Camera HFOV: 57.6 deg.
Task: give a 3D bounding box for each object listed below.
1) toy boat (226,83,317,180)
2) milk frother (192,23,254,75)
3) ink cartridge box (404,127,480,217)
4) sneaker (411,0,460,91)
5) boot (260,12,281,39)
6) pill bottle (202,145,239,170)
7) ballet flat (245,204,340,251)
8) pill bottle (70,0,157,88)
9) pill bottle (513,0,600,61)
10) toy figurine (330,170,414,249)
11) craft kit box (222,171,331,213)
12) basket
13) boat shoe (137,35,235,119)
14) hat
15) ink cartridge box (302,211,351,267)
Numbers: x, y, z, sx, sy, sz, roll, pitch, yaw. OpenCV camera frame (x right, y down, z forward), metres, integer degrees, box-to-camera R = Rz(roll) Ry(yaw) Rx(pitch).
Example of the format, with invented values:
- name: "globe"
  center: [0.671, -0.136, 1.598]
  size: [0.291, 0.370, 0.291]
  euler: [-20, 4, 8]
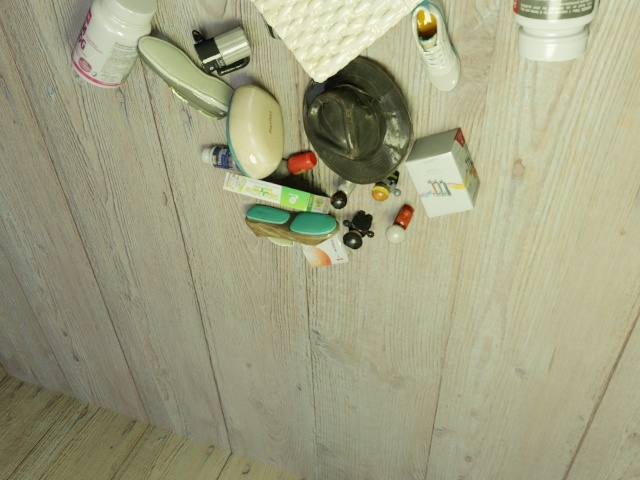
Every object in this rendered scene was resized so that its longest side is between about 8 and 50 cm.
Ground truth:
- name: "toy boat"
  center: [-0.152, -0.259, 1.611]
  size: [0.148, 0.267, 0.318]
  euler: [-15, 150, 31]
- name: "milk frother"
  center: [-0.260, -0.519, 1.527]
  size: [0.135, 0.129, 0.143]
  euler: [-23, 86, 1]
- name: "ink cartridge box"
  center: [0.318, -0.171, 1.499]
  size: [0.127, 0.128, 0.176]
  euler: [-10, 123, 32]
- name: "sneaker"
  center: [0.257, -0.440, 1.332]
  size: [0.087, 0.092, 0.228]
  euler: [-8, 124, 29]
- name: "boot"
  center: [-0.178, -0.604, 1.419]
  size: [0.179, 0.085, 0.236]
  euler: [2, 121, 28]
- name: "pill bottle"
  center: [-0.298, -0.253, 1.779]
  size: [0.120, 0.067, 0.067]
  euler: [10, 131, 19]
- name: "ballet flat"
  center: [-0.083, -0.028, 1.824]
  size: [0.342, 0.116, 0.124]
  euler: [8, 134, 27]
- name: "pill bottle"
  center: [-0.561, -0.564, 1.587]
  size: [0.160, 0.160, 0.283]
  euler: [41, 133, -10]
- name: "pill bottle"
  center: [0.460, -0.507, 1.127]
  size: [0.161, 0.161, 0.283]
  euler: [8, 129, 21]
- name: "toy figurine"
  center: [0.142, -0.088, 1.642]
  size: [0.213, 0.148, 0.209]
  euler: [-5, 125, 30]
- name: "craft kit box"
  center: [-0.118, -0.135, 1.680]
  size: [0.250, 0.247, 0.061]
  euler: [16, 98, 13]
- name: "basket"
  center: [0.028, -0.558, 1.185]
  size: [0.331, 0.266, 0.328]
  euler: [-32, 110, 28]
- name: "boat shoe"
  center: [-0.375, -0.439, 1.608]
  size: [0.305, 0.109, 0.091]
  euler: [32, 142, -24]
- name: "hat"
  center: [0.064, -0.289, 1.464]
  size: [0.331, 0.134, 0.331]
  euler: [11, 113, 27]
- name: "ink cartridge box"
  center: [0.000, 0.000, 1.858]
  size: [0.145, 0.045, 0.179]
  euler: [-11, 123, 32]
